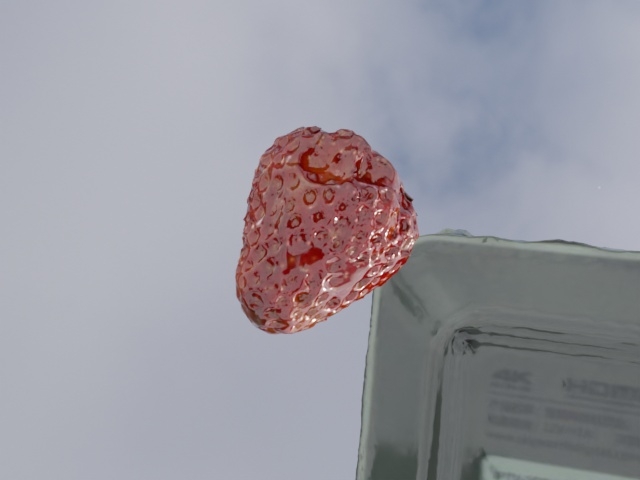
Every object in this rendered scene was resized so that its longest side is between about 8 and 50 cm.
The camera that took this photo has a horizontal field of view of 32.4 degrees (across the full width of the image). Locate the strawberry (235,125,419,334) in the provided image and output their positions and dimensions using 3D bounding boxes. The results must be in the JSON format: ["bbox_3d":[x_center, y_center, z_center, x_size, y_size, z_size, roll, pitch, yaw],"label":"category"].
[{"bbox_3d":[0.000,0.000,0.432,0.073,0.073,0.083,17,-120,13],"label":"strawberry"}]

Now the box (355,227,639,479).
[{"bbox_3d":[0.223,0.198,0.823,0.396,0.111,0.396,5,-86,17],"label":"box"}]
